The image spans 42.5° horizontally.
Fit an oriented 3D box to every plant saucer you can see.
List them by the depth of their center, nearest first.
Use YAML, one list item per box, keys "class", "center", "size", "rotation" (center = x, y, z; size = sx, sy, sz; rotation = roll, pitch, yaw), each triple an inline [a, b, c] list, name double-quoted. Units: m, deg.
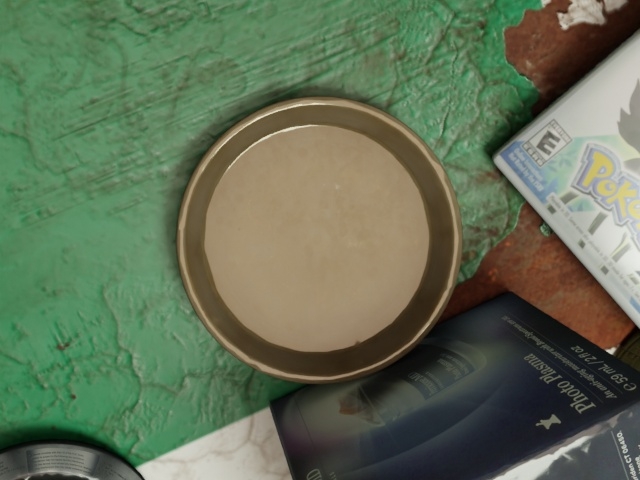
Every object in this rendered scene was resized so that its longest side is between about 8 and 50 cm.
- class: "plant saucer"
  center: [0.000, 0.000, 0.803]
  size: [0.277, 0.041, 0.278]
  rotation: [0, 93, -6]

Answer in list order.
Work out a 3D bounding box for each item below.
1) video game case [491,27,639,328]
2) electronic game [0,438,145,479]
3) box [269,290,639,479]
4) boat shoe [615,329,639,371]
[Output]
- class: "video game case"
  center: [0.389, -0.058, 0.805]
  size: [0.300, 0.036, 0.329]
  rotation: [-41, 91, 17]
- class: "electronic game"
  center: [-0.274, 0.304, 0.819]
  size: [0.229, 0.048, 0.229]
  rotation: [-5, 107, -15]
- class: "box"
  center: [0.131, 0.212, 0.751]
  size: [0.294, 0.296, 0.183]
  rotation: [-25, 104, -6]
- class: "boat shoe"
  center: [0.354, 0.200, 0.910]
  size: [0.073, 0.080, 0.224]
  rotation: [29, 81, -43]
